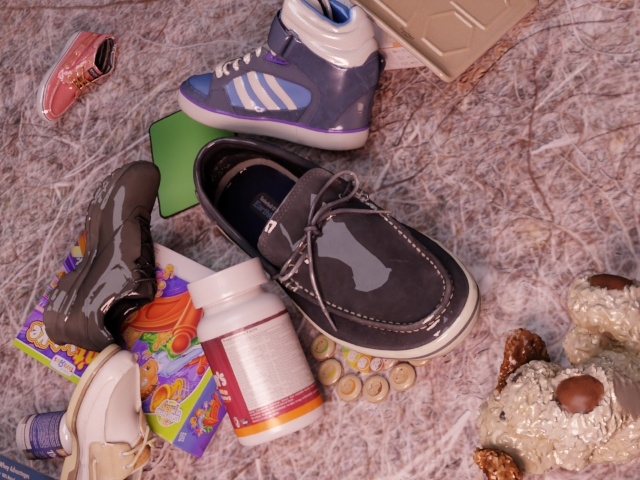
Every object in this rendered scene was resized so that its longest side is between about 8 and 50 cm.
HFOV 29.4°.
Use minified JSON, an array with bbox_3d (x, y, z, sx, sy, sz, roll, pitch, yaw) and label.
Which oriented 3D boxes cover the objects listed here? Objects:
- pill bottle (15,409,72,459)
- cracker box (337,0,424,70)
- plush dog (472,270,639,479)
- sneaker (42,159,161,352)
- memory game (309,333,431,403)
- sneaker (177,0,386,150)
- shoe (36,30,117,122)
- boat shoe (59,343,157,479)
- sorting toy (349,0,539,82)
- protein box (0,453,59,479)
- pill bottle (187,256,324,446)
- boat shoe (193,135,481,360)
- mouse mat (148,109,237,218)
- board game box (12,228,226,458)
[{"bbox_3d":[-0.368,0.276,1.742,0.120,0.067,0.067,-10,61,24],"label":"pill bottle"},{"bbox_3d":[0.065,-0.331,1.823,0.232,0.067,0.156,-1,65,27],"label":"cracker box"},{"bbox_3d":[0.284,0.192,1.396,0.225,0.210,0.262,-18,29,35],"label":"plush dog"},{"bbox_3d":[-0.274,0.028,1.712,0.130,0.109,0.286,17,83,27],"label":"sneaker"},{"bbox_3d":[0.069,0.128,1.618,0.186,0.012,0.186,-12,60,22],"label":"memory game"},{"bbox_3d":[-0.062,-0.273,1.751,0.322,0.130,0.236,16,118,26],"label":"sneaker"},{"bbox_3d":[-0.407,-0.276,2.048,0.081,0.063,0.178,8,65,36],"label":"shoe"},{"bbox_3d":[-0.265,0.257,1.593,0.103,0.302,0.113,32,46,16],"label":"boat shoe"},{"bbox_3d":[0.174,-0.334,1.724,0.193,0.038,0.208,43,68,15],"label":"sorting toy"},{"bbox_3d":[-0.440,0.412,1.628,0.136,0.200,0.201,-14,59,21],"label":"protein box"},{"bbox_3d":[-0.086,0.141,1.571,0.121,0.121,0.221,-22,90,17],"label":"pill bottle"},{"bbox_3d":[0.000,0.000,1.624,0.500,0.156,0.187,35,82,39],"label":"boat shoe"},{"bbox_3d":[-0.195,-0.135,1.899,0.152,0.007,0.190,-22,58,17],"label":"mouse mat"},{"bbox_3d":[-0.251,0.128,1.749,0.347,0.078,0.233,23,78,35],"label":"board game box"}]
